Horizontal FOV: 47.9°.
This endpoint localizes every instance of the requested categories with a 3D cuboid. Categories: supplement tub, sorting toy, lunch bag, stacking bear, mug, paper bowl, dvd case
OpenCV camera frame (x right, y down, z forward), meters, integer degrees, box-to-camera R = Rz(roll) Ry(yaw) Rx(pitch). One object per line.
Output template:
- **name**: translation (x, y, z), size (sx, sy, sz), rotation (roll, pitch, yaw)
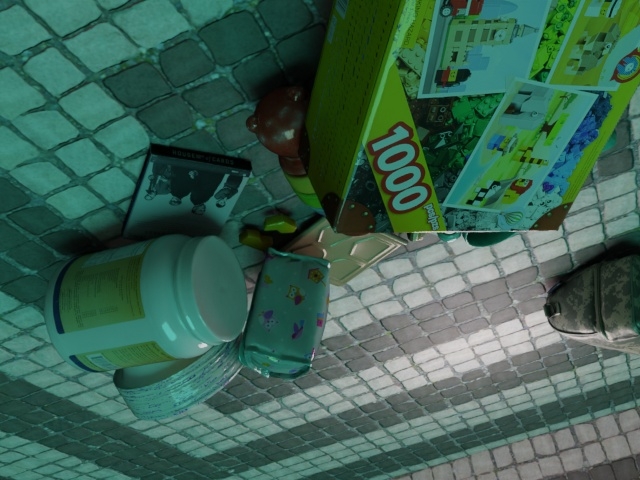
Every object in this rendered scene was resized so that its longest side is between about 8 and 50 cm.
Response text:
- **supplement tub**: translation (-0.317, 0.114, 1.332), size (0.316, 0.228, 0.228), rotation (-12, 147, 21)
- **sorting toy**: translation (0.000, 0.000, 1.472), size (0.307, 0.041, 0.229), rotation (23, 138, -39)
- **lunch bag**: translation (0.742, 0.178, 1.781), size (0.305, 0.212, 0.256), rotation (17, 154, -30)
- **lunch bag**: translation (-0.071, 0.161, 1.471), size (0.160, 0.223, 0.262), rotation (12, 161, -1)
- **stacking bear**: translation (0.002, -0.141, 1.173), size (0.175, 0.164, 0.289), rotation (-28, 138, 22)
- **mug**: translation (0.292, -0.063, 1.307), size (0.158, 0.097, 0.129), rotation (-1, 143, -29)
- **paper bowl**: translation (-0.306, 0.236, 1.530), size (0.284, 0.284, 0.148), rotation (-21, 110, 14)
- **dvd case**: translation (-0.246, -0.071, 1.303), size (0.179, 0.029, 0.238), rotation (7, 142, -25)

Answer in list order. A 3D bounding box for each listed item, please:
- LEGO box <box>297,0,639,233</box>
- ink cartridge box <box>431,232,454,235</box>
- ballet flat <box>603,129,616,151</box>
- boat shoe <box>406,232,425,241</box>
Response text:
- **LEGO box**: translation (0.215, -0.257, 0.921), size (0.372, 0.193, 0.500), rotation (-1, 132, -20)
- **ink cartridge box**: translation (0.227, -0.078, 1.410), size (0.225, 0.056, 0.181), rotation (-5, 144, -12)
- **ballet flat**: translation (0.415, -0.186, 1.285), size (0.247, 0.083, 0.087), rotation (-11, 137, -1)
- **boat shoe**: translation (0.206, -0.084, 1.317), size (0.072, 0.068, 0.190), rotation (5, 115, -11)
